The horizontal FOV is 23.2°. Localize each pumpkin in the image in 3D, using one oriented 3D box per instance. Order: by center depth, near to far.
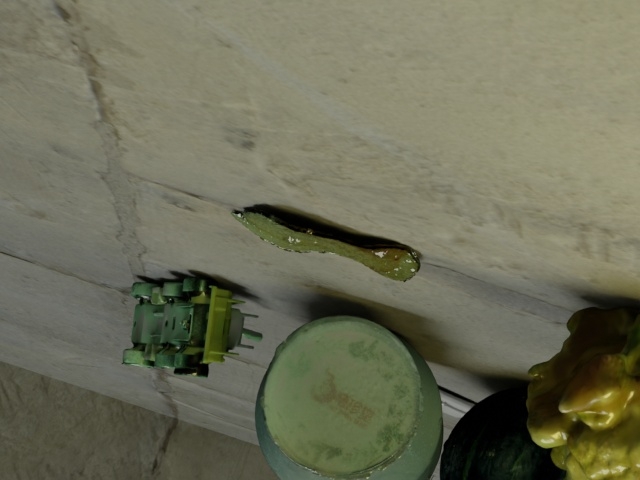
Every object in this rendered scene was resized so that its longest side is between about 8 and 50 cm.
[{"bbox_3d":[0.296,0.333,2.065,0.315,0.238,0.315,22,166,5],"label":"pumpkin"}]

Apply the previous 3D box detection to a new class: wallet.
[{"bbox_3d":[0.174,0.233,2.307,0.122,0.025,0.061,26,158,-29],"label":"wallet"}]

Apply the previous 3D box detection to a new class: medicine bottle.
[{"bbox_3d":[0.038,0.221,1.971,0.245,0.245,0.290,16,166,7],"label":"medicine bottle"}]

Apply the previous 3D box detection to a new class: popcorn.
[{"bbox_3d":[0.324,0.182,1.498,0.257,0.224,0.270,20,175,27],"label":"popcorn"}]

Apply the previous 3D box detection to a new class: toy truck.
[{"bbox_3d":[-0.172,0.124,2.131,0.135,0.128,0.259,10,172,-31],"label":"toy truck"}]

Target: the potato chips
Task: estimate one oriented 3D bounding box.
[{"bbox_3d":[0.000,0.000,1.613,0.209,0.026,0.142,11,168,36],"label":"potato chips"}]
